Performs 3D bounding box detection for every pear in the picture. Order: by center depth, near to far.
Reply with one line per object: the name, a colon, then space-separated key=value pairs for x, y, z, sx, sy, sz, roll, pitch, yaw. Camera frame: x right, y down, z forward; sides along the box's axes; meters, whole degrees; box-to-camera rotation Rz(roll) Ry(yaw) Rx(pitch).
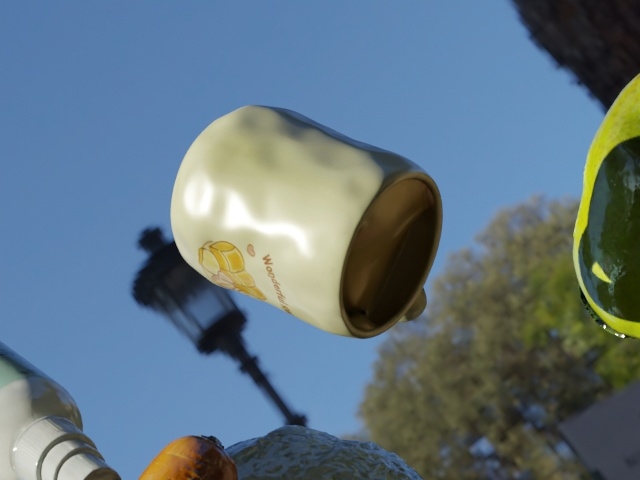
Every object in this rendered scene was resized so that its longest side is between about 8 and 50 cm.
pear: x=0.361 y=-0.060 z=1.727 sx=0.292 sy=0.159 sz=0.292 roll=-27 pitch=-53 yaw=-43

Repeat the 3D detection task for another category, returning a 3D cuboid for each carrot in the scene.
carrot: x=-0.124 y=0.222 z=1.089 sx=0.225 sy=0.067 sz=0.067 roll=-56 pitch=-16 yaw=-27

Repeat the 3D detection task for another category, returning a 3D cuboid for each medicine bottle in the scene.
medicine bottle: x=-0.290 y=0.176 z=1.570 sx=0.110 sy=0.352 sz=0.110 roll=-11 pitch=-69 yaw=-32

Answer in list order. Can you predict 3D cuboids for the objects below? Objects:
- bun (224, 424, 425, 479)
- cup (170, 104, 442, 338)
bun: x=0.011 y=0.331 z=1.636 sx=0.211 sy=0.362 sz=0.362 roll=-52 pitch=-7 yaw=-49
cup: x=0.005 y=-0.019 z=1.506 sx=0.255 sy=0.202 sz=0.173 roll=3 pitch=-73 yaw=-58
